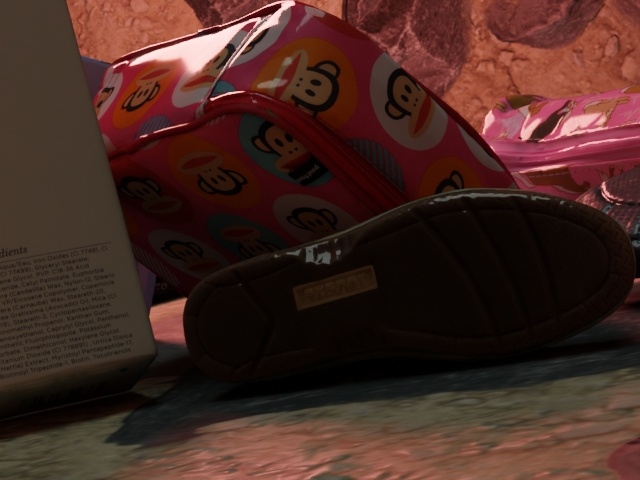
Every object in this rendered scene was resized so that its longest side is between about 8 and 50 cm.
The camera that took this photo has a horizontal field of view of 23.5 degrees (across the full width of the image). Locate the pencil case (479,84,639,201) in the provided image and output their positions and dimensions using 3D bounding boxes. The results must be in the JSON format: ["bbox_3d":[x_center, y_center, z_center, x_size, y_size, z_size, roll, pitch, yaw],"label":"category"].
[{"bbox_3d":[0.311,-0.081,1.398,0.386,0.167,0.160,-6,41,55],"label":"pencil case"}]

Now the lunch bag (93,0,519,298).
[{"bbox_3d":[-0.016,-0.026,1.036,0.293,0.258,0.120,-9,47,52],"label":"lunch bag"}]

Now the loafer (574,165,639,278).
[{"bbox_3d":[0.296,-0.008,0.937,0.303,0.095,0.109,-13,31,31],"label":"loafer"}]

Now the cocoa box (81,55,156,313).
[{"bbox_3d":[-0.316,-0.058,1.244,0.228,0.231,0.347,10,0,43],"label":"cocoa box"}]

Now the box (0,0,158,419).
[{"bbox_3d":[-0.191,-0.035,0.952,0.113,0.275,0.094,-10,-15,-20],"label":"box"}]

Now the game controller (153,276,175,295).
[{"bbox_3d":[-0.244,0.044,1.684,0.166,0.067,0.319,-8,5,39],"label":"game controller"}]

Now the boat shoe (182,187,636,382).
[{"bbox_3d":[0.054,0.026,0.882,0.258,0.095,0.095,-7,-6,18],"label":"boat shoe"}]
